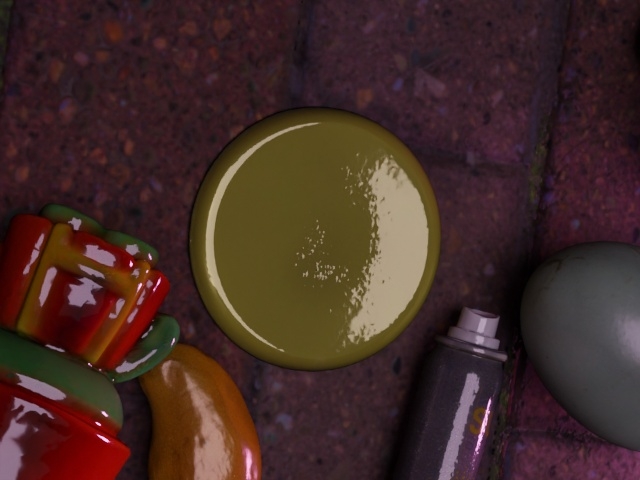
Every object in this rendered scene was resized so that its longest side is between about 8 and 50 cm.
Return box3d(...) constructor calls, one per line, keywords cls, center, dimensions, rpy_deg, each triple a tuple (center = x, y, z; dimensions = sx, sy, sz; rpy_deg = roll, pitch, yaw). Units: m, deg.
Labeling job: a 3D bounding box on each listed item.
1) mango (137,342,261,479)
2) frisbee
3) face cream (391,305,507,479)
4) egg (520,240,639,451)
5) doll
box3d(cls="mango", center=(-0.099, 0.175, 1.104), dimensions=(0.098, 0.075, 0.190), rpy_deg=(-13, 92, -25))
box3d(cls="frisbee", center=(0.000, 0.000, 1.157), dimensions=(0.236, 0.017, 0.236), rpy_deg=(-2, 95, -21))
box3d(cls="face cream", center=(0.105, 0.199, 1.181), dimensions=(0.073, 0.073, 0.283), rpy_deg=(16, 88, -21))
box3d(cls="egg", center=(0.279, 0.095, 1.188), dimensions=(0.231, 0.168, 0.168), rpy_deg=(38, 81, -16))
box3d(cls="doll", center=(-0.239, 0.151, 1.002), dimensions=(0.183, 0.160, 0.363), rpy_deg=(28, 84, -21))
